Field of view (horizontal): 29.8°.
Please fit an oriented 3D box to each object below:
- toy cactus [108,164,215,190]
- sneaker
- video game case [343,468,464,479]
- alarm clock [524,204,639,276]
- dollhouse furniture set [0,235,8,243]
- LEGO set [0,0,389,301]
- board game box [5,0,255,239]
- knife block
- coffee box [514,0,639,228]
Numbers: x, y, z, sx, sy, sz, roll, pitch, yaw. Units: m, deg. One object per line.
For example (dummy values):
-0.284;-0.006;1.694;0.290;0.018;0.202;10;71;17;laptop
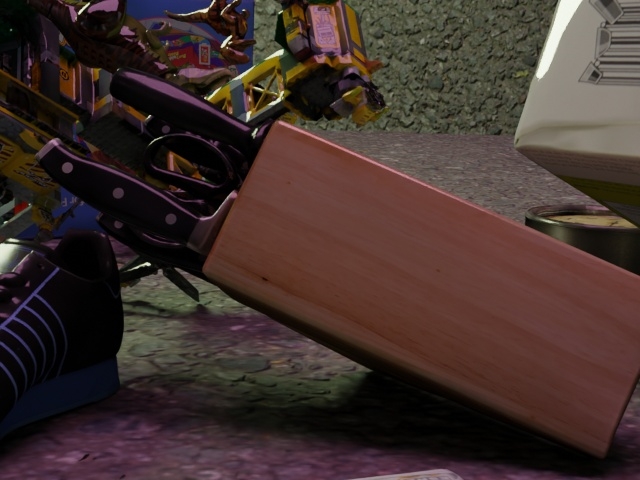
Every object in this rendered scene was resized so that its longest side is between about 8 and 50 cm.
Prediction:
-0.109;-0.029;1.114;0.219;0.112;0.180;-6;-7;-26;toy cactus
-0.169;0.050;0.581;0.081;0.090;0.232;5;10;17;sneaker
-0.019;0.124;0.362;0.227;0.026;0.206;-2;10;-20;video game case
0.249;0.007;0.976;0.192;0.064;0.129;-2;10;-5;alarm clock
-0.312;-0.041;0.920;0.123;0.144;0.151;6;55;28;dollhouse furniture set
-0.111;-0.086;0.759;0.255;0.192;0.331;-23;-37;20;LEGO set
-0.236;-0.124;1.177;0.347;0.233;0.078;-4;11;-31;board game box
0.000;0.000;0.608;0.242;0.088;0.276;30;-8;-35;knife block
0.387;-0.134;0.731;0.334;0.337;0.338;25;-8;-39;coffee box
